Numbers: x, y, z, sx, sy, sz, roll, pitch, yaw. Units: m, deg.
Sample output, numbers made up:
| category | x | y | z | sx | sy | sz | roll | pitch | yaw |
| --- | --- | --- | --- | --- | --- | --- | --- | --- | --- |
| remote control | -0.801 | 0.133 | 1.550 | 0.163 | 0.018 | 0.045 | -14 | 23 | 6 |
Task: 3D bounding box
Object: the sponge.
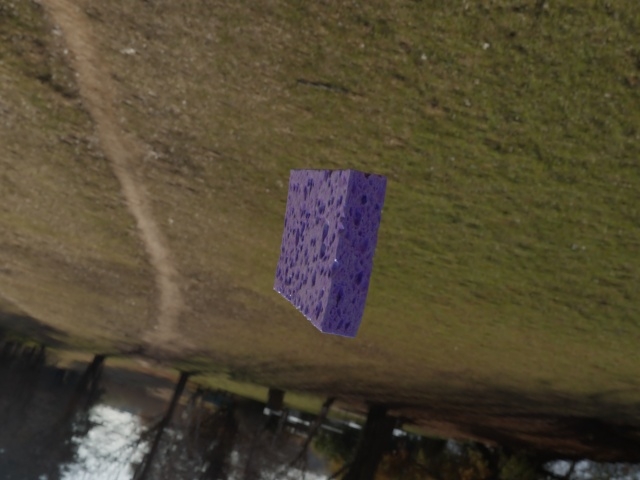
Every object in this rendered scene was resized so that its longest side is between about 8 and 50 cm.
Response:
| category | x | y | z | sx | sy | sz | roll | pitch | yaw |
| --- | --- | --- | --- | --- | --- | --- | --- | --- | --- |
| sponge | 0.000 | 0.000 | 0.635 | 0.031 | 0.117 | 0.210 | 9 | -177 | -14 |
